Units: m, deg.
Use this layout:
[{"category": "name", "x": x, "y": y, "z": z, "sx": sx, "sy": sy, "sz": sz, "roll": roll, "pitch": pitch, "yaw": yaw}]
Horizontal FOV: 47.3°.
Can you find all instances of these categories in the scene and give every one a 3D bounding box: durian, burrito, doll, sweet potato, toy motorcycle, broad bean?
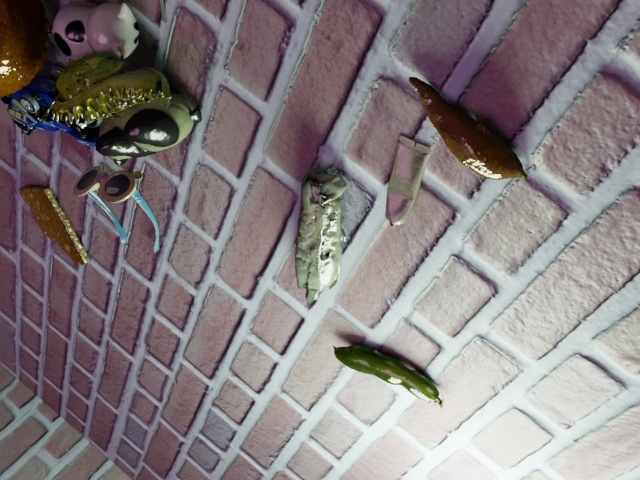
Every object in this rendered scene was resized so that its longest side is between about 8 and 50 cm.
[{"category": "durian", "x": -0.407, "y": -0.262, "z": 1.295, "sx": 0.375, "sy": 0.106, "sz": 0.132, "roll": 3, "pitch": 83, "yaw": 39}, {"category": "burrito", "x": -0.004, "y": 0.000, "z": 1.345, "sx": 0.096, "sy": 0.066, "sz": 0.309, "roll": 30, "pitch": 138, "yaw": 25}, {"category": "doll", "x": -0.344, "y": -0.220, "z": 1.384, "sx": 0.234, "sy": 0.144, "sz": 0.135, "roll": -13, "pitch": 156, "yaw": 36}, {"category": "sweet potato", "x": 0.202, "y": -0.152, "z": 1.044, "sx": 0.226, "sy": 0.068, "sz": 0.068, "roll": 42, "pitch": 140, "yaw": 4}, {"category": "toy motorcycle", "x": -0.583, "y": -0.281, "z": 1.567, "sx": 0.315, "sy": 0.113, "sz": 0.169, "roll": 19, "pitch": 145, "yaw": 16}, {"category": "doll", "x": -0.403, "y": -0.379, "z": 1.330, "sx": 0.180, "sy": 0.107, "sz": 0.111, "roll": 8, "pitch": 107, "yaw": 28}, {"category": "broad bean", "x": 0.133, "y": 0.261, "z": 1.468, "sx": 0.254, "sy": 0.046, "sz": 0.065, "roll": 22, "pitch": 135, "yaw": 23}]

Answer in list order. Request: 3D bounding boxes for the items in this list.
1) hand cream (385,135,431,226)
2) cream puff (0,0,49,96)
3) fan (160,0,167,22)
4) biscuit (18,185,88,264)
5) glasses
[{"category": "hand cream", "x": 0.136, "y": -0.090, "z": 1.184, "sx": 0.057, "sy": 0.037, "sz": 0.165, "roll": 27, "pitch": 130, "yaw": 20}, {"category": "cream puff", "x": -0.678, "y": -0.407, "z": 1.420, "sx": 0.303, "sy": 0.303, "sz": 0.212, "roll": 46, "pitch": -176, "yaw": -1}, {"category": "fan", "x": -0.275, "y": -0.452, "z": 1.235, "sx": 0.113, "sy": 0.005, "sz": 0.175, "roll": 22, "pitch": 135, "yaw": 25}, {"category": "biscuit", "x": -0.700, "y": -0.040, "z": 1.929, "sx": 0.131, "sy": 0.026, "sz": 0.237, "roll": 4, "pitch": 126, "yaw": 40}, {"category": "glasses", "x": -0.462, "y": -0.057, "z": 1.665, "sx": 0.189, "sy": 0.088, "sz": 0.221, "roll": 11, "pitch": 130, "yaw": 33}]
